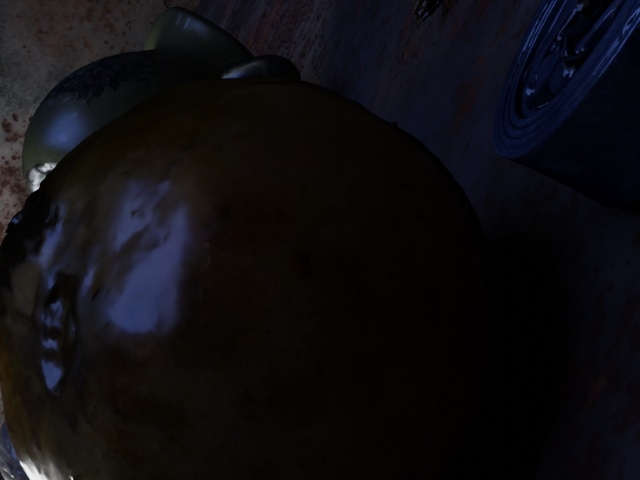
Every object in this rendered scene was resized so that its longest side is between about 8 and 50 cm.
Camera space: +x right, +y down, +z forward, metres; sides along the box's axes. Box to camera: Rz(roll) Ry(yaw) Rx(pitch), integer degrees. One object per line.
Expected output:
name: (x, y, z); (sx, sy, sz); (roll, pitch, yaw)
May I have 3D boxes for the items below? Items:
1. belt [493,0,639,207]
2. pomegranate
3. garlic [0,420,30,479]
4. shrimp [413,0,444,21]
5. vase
belt: (0.166, -0.109, 0.590); (0.190, 0.082, 0.141); (-60, 15, 28)
pomegranate: (-0.046, 0.054, 0.703); (0.322, 0.322, 0.322); (-57, 19, 32)
garlic: (-0.219, 0.231, 1.186); (0.219, 0.218, 0.212); (-64, 25, 11)
shrimp: (0.122, -0.282, 1.055); (0.101, 0.042, 0.190); (88, -159, -78)
vase: (-0.150, -0.127, 1.314); (0.329, 0.241, 0.302); (-7, 37, 45)
